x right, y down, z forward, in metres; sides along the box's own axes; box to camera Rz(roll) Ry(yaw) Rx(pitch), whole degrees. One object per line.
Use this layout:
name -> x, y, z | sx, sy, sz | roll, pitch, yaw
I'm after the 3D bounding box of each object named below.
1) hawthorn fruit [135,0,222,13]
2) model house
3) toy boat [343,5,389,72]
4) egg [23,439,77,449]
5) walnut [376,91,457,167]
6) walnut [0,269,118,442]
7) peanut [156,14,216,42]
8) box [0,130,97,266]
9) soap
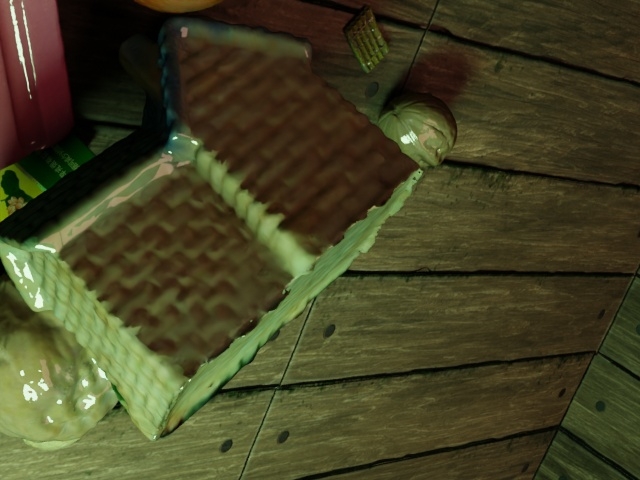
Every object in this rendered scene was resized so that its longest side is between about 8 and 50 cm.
hawthorn fruit -> -0.165, -0.424, 1.477 | 0.316, 0.316, 0.316 | -30, 137, -32
model house -> -0.180, -0.036, 1.610 | 0.445, 0.400, 0.395 | -42, 176, -22
toy boat -> 0.079, -0.341, 2.070 | 0.063, 0.016, 0.115 | -49, 144, -11
egg -> -0.415, 0.265, 1.897 | 0.140, 0.118, 0.116 | -33, -177, -43
walnut -> 0.174, -0.198, 2.197 | 0.140, 0.140, 0.162 | -59, 160, 4
walnut -> -0.389, 0.153, 1.733 | 0.273, 0.227, 0.273 | -24, 130, -33
peanut -> -0.149, -0.225, 1.797 | 0.122, 0.137, 0.253 | -16, 148, 18
box -> -0.424, -0.066, 1.682 | 0.235, 0.034, 0.132 | -50, 145, -8
soap -> -0.433, -0.251, 1.444 | 0.233, 0.128, 0.359 | -31, 138, -33
